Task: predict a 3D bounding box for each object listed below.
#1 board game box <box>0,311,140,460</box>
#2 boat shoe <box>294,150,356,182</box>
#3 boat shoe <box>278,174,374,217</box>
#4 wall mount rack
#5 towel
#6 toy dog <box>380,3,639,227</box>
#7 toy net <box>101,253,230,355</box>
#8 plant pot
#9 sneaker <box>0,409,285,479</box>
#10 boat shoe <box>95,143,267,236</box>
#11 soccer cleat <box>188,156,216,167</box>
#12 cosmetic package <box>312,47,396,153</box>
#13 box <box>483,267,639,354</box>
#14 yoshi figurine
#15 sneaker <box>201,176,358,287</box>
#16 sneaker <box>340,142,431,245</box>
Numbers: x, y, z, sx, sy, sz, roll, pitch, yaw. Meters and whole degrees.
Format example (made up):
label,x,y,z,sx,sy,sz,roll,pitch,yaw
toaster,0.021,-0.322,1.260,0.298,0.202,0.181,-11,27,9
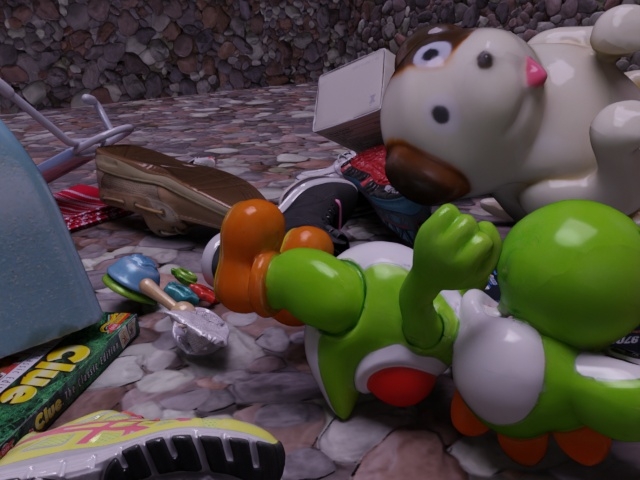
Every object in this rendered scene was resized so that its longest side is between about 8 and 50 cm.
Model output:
label,x,y,z,sx,sy,sz,roll,pitch,yaw
board game box,-0.289,0.131,0.588,0.136,0.030,0.259,4,20,10
boat shoe,0.059,-0.142,1.251,0.226,0.075,0.083,-6,20,-11
boat shoe,0.030,-0.070,1.059,0.206,0.075,0.065,-9,17,-32
wall mount rack,-0.507,-0.158,1.056,0.350,0.130,0.304,-26,6,10
towel,-0.477,-0.046,1.097,0.199,0.031,0.275,11,23,33
toy dog,0.273,-0.141,0.808,0.408,0.284,0.395,14,-7,-25
toy net,-0.155,0.078,0.706,0.122,0.045,0.232,26,5,-39
plant pot,-0.401,-0.021,0.632,0.247,0.252,0.248,-21,20,-30
sneaker,-0.129,0.150,0.444,0.209,0.081,0.094,-4,18,-5
boat shoe,-0.226,-0.064,1.014,0.341,0.110,0.122,22,22,30
soccer cleat,-0.270,-0.177,1.452,0.036,0.029,0.083,-30,29,-37
cosmetic package,0.154,-0.204,1.125,0.309,0.113,0.160,20,-19,-41
box,0.220,0.064,0.701,0.175,0.051,0.220,-1,20,0
yoshi figurine,0.103,0.031,0.518,0.362,0.203,0.203,15,44,29
sneaker,0.000,0.000,0.834,0.147,0.104,0.296,15,31,34
sneaker,0.106,-0.070,0.993,0.104,0.125,0.262,-24,24,4
